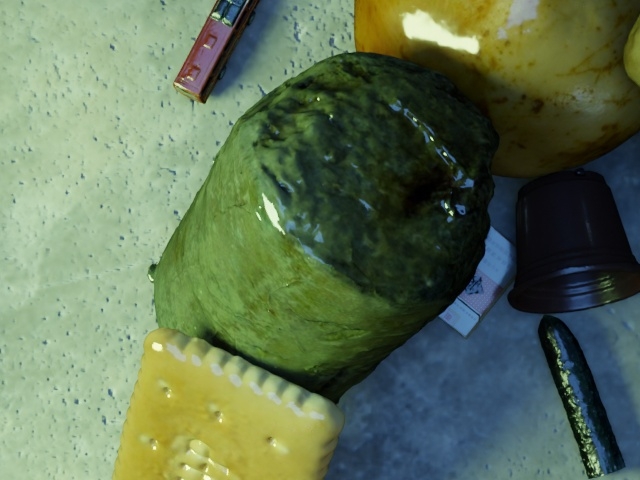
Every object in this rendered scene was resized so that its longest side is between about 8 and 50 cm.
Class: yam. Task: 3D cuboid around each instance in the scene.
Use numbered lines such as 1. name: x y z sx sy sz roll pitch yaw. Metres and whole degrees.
1. yam: 0.000 0.000 1.210 0.195 0.300 0.195 8 65 -18

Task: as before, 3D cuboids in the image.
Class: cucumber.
1. cucumber: 0.202 0.119 1.323 0.032 0.032 0.133 -20 84 3

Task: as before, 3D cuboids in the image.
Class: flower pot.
1. flower pot: 0.192 -0.002 1.303 0.111 0.111 0.089 -9 71 4

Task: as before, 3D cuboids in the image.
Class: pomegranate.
1. pomegranate: 0.145 -0.162 1.251 0.248 0.248 0.248 0 87 4

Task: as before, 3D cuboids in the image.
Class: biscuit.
1. biscuit: -0.081 0.182 1.264 0.160 0.030 0.250 25 131 6

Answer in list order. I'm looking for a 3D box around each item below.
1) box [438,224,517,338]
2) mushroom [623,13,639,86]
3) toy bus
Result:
1. box: 0.124 0.032 1.342 0.046 0.012 0.083 39 89 4
2. mushroom: 0.313 -0.036 1.203 0.128 0.128 0.350 -28 125 2
3. toy bus: -0.081 -0.164 1.352 0.031 0.043 0.110 27 89 5
